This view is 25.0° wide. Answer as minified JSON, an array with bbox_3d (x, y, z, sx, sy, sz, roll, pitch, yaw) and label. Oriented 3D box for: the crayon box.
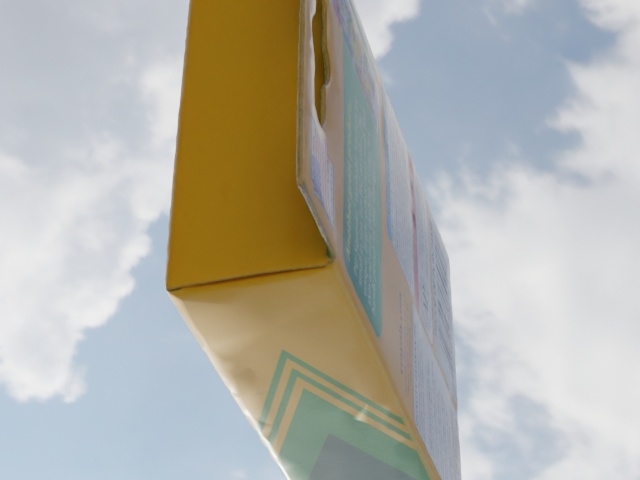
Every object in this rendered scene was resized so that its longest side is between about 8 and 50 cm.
[{"bbox_3d":[0.000,0.000,0.754,0.083,0.323,0.203,-9,-129,12],"label":"crayon box"}]
